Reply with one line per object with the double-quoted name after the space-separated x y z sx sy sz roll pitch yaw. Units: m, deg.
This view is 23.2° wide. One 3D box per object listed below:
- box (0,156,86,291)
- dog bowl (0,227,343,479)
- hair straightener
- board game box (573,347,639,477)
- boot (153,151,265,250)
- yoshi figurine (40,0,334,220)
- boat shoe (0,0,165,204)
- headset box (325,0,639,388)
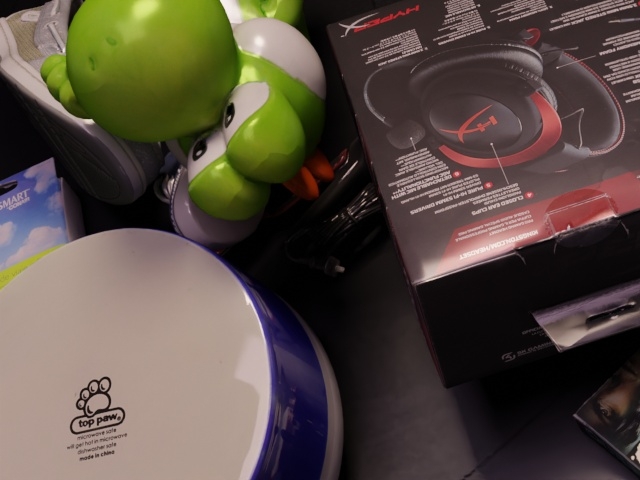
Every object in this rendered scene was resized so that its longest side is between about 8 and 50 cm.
-0.236 0.028 1.229 0.109 0.042 0.178 -24 50 9 "box"
-0.124 0.129 1.032 0.265 0.104 0.264 -11 64 22 "dog bowl"
0.000 0.000 1.137 0.230 0.047 0.089 -38 49 -8 "hair straightener"
0.259 0.119 0.928 0.126 0.026 0.186 -44 49 -7 "board game box"
-0.088 -0.035 1.150 0.086 0.069 0.190 -26 16 26 "boot"
-0.090 -0.157 1.074 0.203 0.203 0.362 0 32 -8 "yoshi figurine"
-0.191 -0.126 1.247 0.103 0.118 0.320 -37 30 -7 "boat shoe"
0.144 -0.050 1.011 0.218 0.110 0.293 -18 45 2 "headset box"
